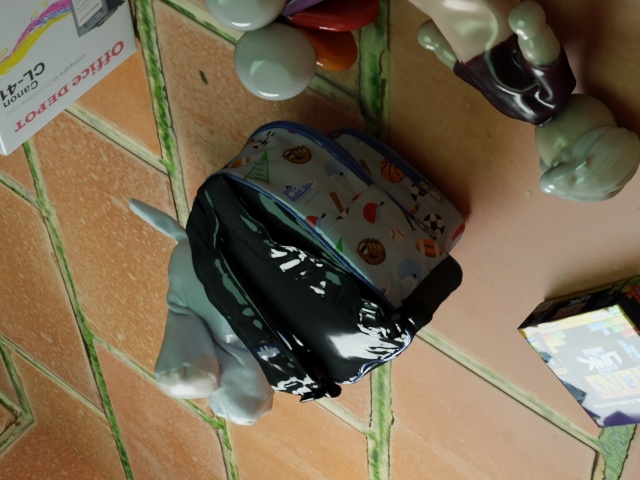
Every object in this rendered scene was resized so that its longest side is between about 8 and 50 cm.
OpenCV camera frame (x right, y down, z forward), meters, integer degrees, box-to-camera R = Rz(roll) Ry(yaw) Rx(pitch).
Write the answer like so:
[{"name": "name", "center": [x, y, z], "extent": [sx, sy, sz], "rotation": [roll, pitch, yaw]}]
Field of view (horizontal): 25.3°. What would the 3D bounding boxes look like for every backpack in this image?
[{"name": "backpack", "center": [0.000, 0.000, 1.477], "extent": [0.263, 0.213, 0.276], "rotation": [39, 147, -4]}]

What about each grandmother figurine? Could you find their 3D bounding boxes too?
[{"name": "grandmother figurine", "center": [0.145, -0.167, 1.169], "extent": [0.342, 0.104, 0.208], "rotation": [49, -179, -13]}]

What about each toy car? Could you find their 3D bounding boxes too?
[{"name": "toy car", "center": [-0.019, -0.226, 1.286], "extent": [0.136, 0.159, 0.182], "rotation": [-11, 127, 18]}]

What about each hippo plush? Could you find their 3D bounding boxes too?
[{"name": "hippo plush", "center": [-0.061, 0.057, 1.711], "extent": [0.236, 0.234, 0.294], "rotation": [-30, 60, 45]}]

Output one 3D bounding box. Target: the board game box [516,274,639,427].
[{"name": "board game box", "center": [0.293, 0.113, 1.395], "extent": [0.141, 0.048, 0.170], "rotation": [51, 153, -7]}]

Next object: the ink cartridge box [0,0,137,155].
[{"name": "ink cartridge box", "center": [-0.332, -0.278, 1.540], "extent": [0.131, 0.226, 0.306], "rotation": [34, 152, 25]}]
